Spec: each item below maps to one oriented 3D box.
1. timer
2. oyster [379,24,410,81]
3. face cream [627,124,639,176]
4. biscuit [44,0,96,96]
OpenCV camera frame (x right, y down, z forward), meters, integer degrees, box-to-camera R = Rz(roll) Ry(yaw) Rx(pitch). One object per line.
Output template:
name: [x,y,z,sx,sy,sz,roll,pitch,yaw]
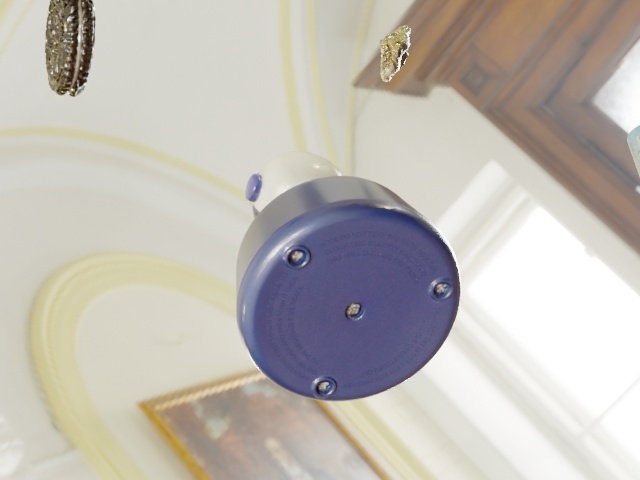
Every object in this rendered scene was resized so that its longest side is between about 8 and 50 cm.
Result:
timer: [0.000,0.000,1.394,0.271,0.383,0.270,-6,-62,-11]
oyster: [0.109,-0.271,1.531,0.051,0.034,0.093,21,-99,-60]
face cream: [0.582,-0.091,1.790,0.075,0.229,0.075,-6,-32,-3]
biscuit: [-0.413,-0.330,1.749,0.053,0.194,0.194,1,-41,-26]
